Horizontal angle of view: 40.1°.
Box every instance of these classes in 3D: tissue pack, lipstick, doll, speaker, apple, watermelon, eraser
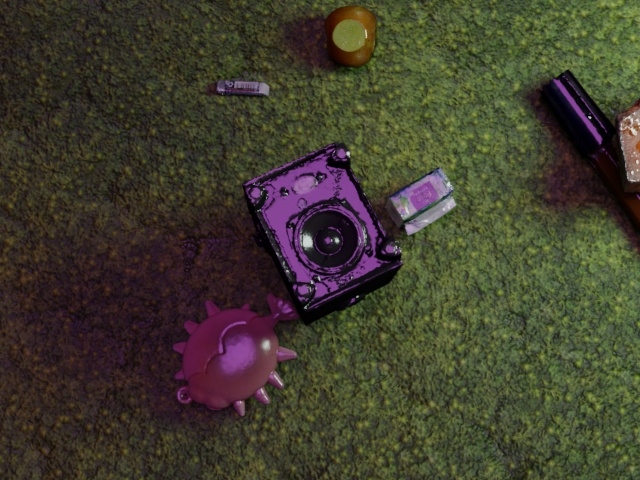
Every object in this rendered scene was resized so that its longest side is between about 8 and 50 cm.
[{"bbox_3d":[0.185,-0.068,1.600,0.111,0.085,0.079,-31,82,-5],"label":"tissue pack"},{"bbox_3d":[0.545,-0.129,1.607,0.077,0.077,0.418,-32,82,-4],"label":"lipstick"},{"bbox_3d":[-0.150,0.198,1.555,0.211,0.093,0.262,41,83,11],"label":"doll"},{"bbox_3d":[-0.002,-0.002,1.426,0.184,0.254,0.232,-27,82,-6],"label":"speaker"},{"bbox_3d":[0.056,-0.384,1.655,0.102,0.099,0.114,6,105,8],"label":"apple"},{"bbox_3d":[0.584,-0.161,1.532,0.257,0.140,0.192,-19,80,-31],"label":"watermelon"},{"bbox_3d":[-0.148,-0.290,1.680,0.099,0.019,0.027,1,66,2],"label":"eraser"}]
